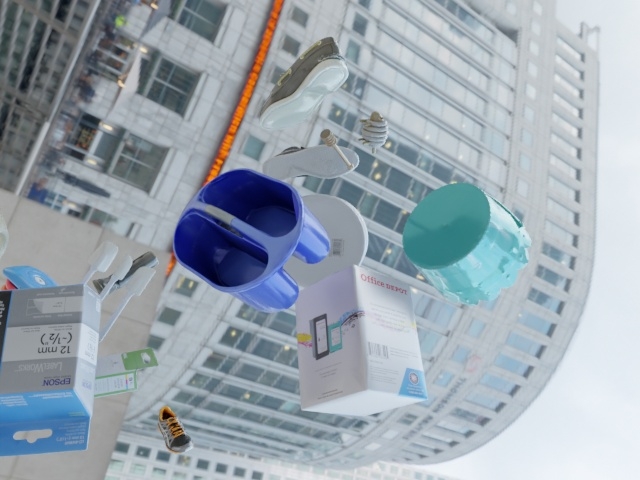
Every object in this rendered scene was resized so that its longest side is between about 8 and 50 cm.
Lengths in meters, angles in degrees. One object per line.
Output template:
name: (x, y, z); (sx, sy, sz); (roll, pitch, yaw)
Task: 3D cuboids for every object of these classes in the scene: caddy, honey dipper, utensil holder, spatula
caddy: (-0.149, -0.012, 1.143); (0.341, 0.179, 0.241); (24, -103, 43)
honey dipper: (0.047, -0.225, 1.454); (0.031, 0.161, 0.030); (-12, -119, 23)
utensil holder: (0.000, 0.000, 1.974); (0.327, 0.328, 0.385); (-64, 176, 3)
spatula: (-0.585, 0.137, 1.560); (0.242, 0.168, 0.019); (-59, -170, -19)

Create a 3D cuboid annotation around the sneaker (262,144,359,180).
sneaker: (-0.022, -0.252, 1.781); (0.147, 0.296, 0.104); (-63, 145, -65)

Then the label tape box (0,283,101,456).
label tape box: (-0.631, 0.280, 1.258); (0.115, 0.249, 0.347); (88, -2, -65)

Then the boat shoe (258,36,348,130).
boat shoe: (-0.050, -0.361, 1.369); (0.305, 0.109, 0.091); (-29, -115, 46)

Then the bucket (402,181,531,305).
bucket: (0.350, 0.002, 1.427); (0.281, 0.183, 0.281); (-27, -136, 30)

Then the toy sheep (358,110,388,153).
toy sheep: (0.163, -0.327, 1.753); (0.091, 0.091, 0.132); (-112, -158, -55)

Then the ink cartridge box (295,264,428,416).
ink cartridge box: (0.083, 0.226, 1.271); (0.197, 0.198, 0.270); (-29, -127, 39)

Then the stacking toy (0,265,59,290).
stacking toy: (-0.968, 0.234, 1.799); (0.302, 0.175, 0.166); (-49, 178, 2)

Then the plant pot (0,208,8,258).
plant pot: (-0.686, -0.014, 1.033); (0.284, 0.191, 0.284); (-58, -178, 3)

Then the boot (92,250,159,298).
boot: (-0.621, 0.109, 1.860); (0.209, 0.076, 0.190); (-26, -169, -17)

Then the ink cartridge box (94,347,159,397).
ink cartridge box: (-0.523, 0.339, 1.465); (0.109, 0.209, 0.062); (-150, -123, -61)

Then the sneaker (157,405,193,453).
sneaker: (-0.511, 0.658, 2.003); (0.215, 0.084, 0.083); (26, -58, 44)
